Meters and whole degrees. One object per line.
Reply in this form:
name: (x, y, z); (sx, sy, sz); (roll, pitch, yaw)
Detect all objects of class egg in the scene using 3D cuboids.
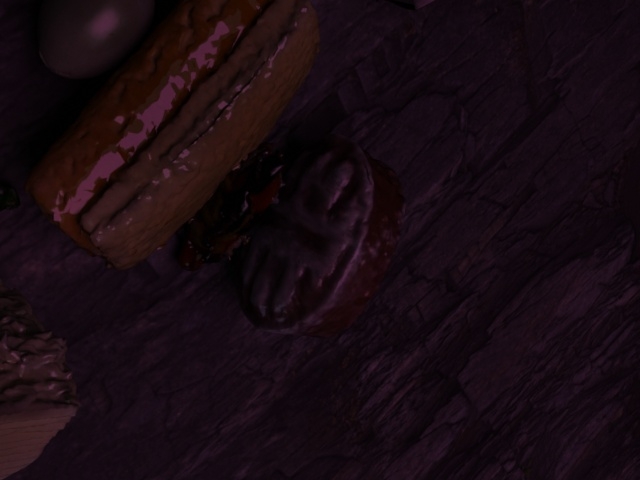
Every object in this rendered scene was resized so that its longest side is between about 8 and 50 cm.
egg: (-0.253, -0.248, 0.957); (0.152, 0.114, 0.114); (-49, 132, -11)

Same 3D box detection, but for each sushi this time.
sushi: (-0.124, -0.049, 1.162); (0.226, 0.097, 0.103); (-48, 160, 20)

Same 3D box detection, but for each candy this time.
candy: (0.000, 0.000, 1.205); (0.157, 0.214, 0.290); (22, 96, -48)

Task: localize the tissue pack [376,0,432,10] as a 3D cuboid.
tissue pack: (0.139, -0.467, 1.186); (0.148, 0.092, 0.246); (-31, 126, -23)

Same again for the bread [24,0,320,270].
bread: (-0.166, -0.136, 1.017); (0.375, 0.165, 0.236); (-51, 177, -12)

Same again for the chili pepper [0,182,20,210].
chili pepper: (-0.425, -0.084, 0.935); (0.227, 0.059, 0.088); (29, 86, -45)

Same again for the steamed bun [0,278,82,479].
steamed bun: (-0.439, 0.136, 0.923); (0.290, 0.272, 0.273); (0, 144, -37)
